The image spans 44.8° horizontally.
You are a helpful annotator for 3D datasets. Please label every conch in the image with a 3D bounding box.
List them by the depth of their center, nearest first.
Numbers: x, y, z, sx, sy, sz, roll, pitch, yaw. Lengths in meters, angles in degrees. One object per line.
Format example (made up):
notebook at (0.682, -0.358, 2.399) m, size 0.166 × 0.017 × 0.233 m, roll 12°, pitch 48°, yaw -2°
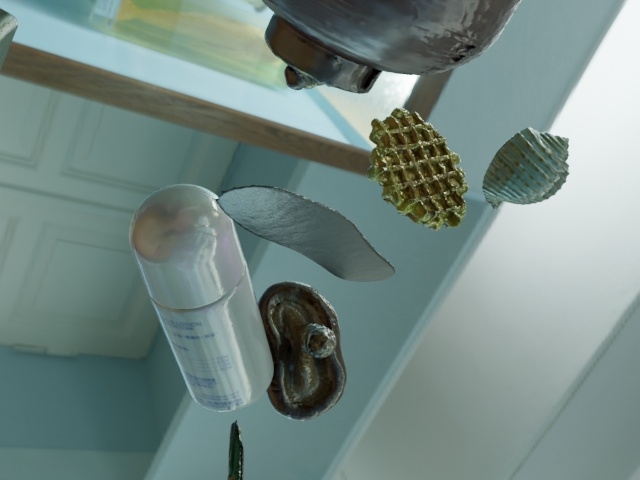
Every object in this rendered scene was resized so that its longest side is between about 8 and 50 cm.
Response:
conch at (0.342, -0.116, 1.265) m, size 0.102 × 0.135 × 0.153 m, roll 27°, pitch -103°, yaw 47°

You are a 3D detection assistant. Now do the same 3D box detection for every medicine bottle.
medicine bottle at (-0.150, 0.074, 1.001) m, size 0.130 × 0.130 × 0.341 m, roll -117°, pitch -169°, yaw -45°

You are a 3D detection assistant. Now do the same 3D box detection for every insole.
insole at (0.000, 0.000, 0.877) m, size 0.111 × 0.328 × 0.007 m, roll -9°, pitch -112°, yaw 27°

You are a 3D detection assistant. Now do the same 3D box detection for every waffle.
waffle at (0.186, -0.141, 1.479) m, size 0.059 × 0.243 × 0.238 m, roll -34°, pitch -152°, yaw 48°

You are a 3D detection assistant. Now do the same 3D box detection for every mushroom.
mushroom at (-0.019, 0.148, 1.190) m, size 0.217 × 0.148 × 0.227 m, roll 119°, pitch -45°, yaw -66°

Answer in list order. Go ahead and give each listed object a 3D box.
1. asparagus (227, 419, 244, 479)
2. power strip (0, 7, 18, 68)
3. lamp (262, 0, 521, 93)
asparagus at (-0.055, 0.187, 0.517) m, size 0.013 × 0.016 × 0.166 m, roll -49°, pitch -151°, yaw 28°
power strip at (-0.269, -0.105, 0.578) m, size 0.169 × 0.028 × 0.076 m, roll -53°, pitch -162°, yaw 29°
lamp at (0.048, -0.199, 0.422) m, size 0.258 × 0.180 × 0.180 m, roll -58°, pitch -143°, yaw 27°
